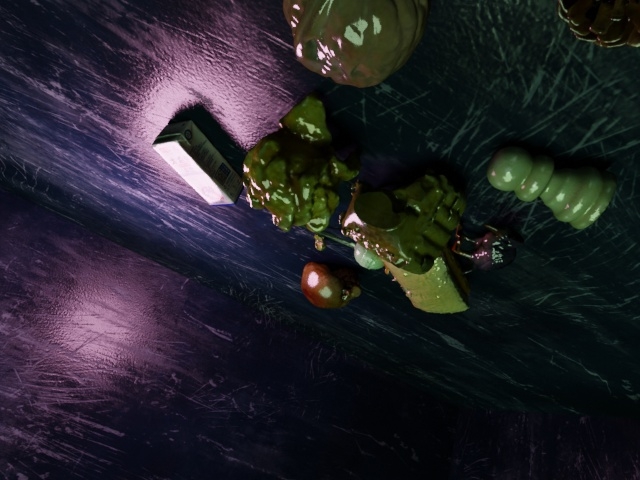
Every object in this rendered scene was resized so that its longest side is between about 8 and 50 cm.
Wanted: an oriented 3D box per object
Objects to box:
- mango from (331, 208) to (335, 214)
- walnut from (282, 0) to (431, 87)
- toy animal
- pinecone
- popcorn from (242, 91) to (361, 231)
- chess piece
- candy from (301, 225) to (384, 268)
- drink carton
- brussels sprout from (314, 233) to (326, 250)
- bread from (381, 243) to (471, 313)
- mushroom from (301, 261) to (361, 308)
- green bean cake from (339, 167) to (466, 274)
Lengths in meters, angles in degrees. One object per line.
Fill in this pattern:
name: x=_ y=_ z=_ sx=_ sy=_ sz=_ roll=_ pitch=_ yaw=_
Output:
mango: x=-0.021 y=-0.145 z=1.371 sx=0.122 sy=0.085 sz=0.191 roll=-1 pitch=147 yaw=41
walnut: x=0.057 y=-0.395 z=0.706 sx=0.227 sy=0.273 sz=0.273 roll=-10 pitch=154 yaw=-11
toy animal: x=0.502 y=0.024 z=1.285 sx=0.186 sy=0.122 sz=0.298 roll=11 pitch=153 yaw=17
pinecone: x=0.424 y=-0.359 z=0.567 sx=0.208 sy=0.207 sz=0.207 roll=16 pitch=152 yaw=9
popcorn: x=-0.035 y=-0.180 z=1.121 sx=0.326 sy=0.289 sz=0.321 roll=-1 pitch=156 yaw=-23
chess piece: x=0.518 y=-0.141 z=0.979 sx=0.251 sy=0.144 sz=0.144 roll=24 pitch=153 yaw=6
candy: x=0.047 y=-0.013 z=1.575 sx=0.440 sy=0.119 sz=0.119 roll=23 pitch=154 yaw=13
drink carton: x=-0.400 y=-0.253 z=1.415 sx=0.131 sy=0.106 sz=0.315 roll=-1 pitch=144 yaw=32
brussels sprout: x=0.000 y=-0.001 z=1.663 sx=0.046 sy=0.051 sz=0.083 roll=-9 pitch=124 yaw=-5
bread: x=0.376 y=0.121 z=1.502 sx=0.237 sy=0.165 sz=0.375 roll=-5 pitch=143 yaw=32
mushroom: x=0.039 y=0.200 z=1.845 sx=0.283 sy=0.195 sz=0.263 roll=-2 pitch=140 yaw=37
green bean cake: x=0.213 y=-0.084 z=1.181 sx=0.310 sy=0.284 sz=0.202 roll=30 pitch=-173 yaw=36
